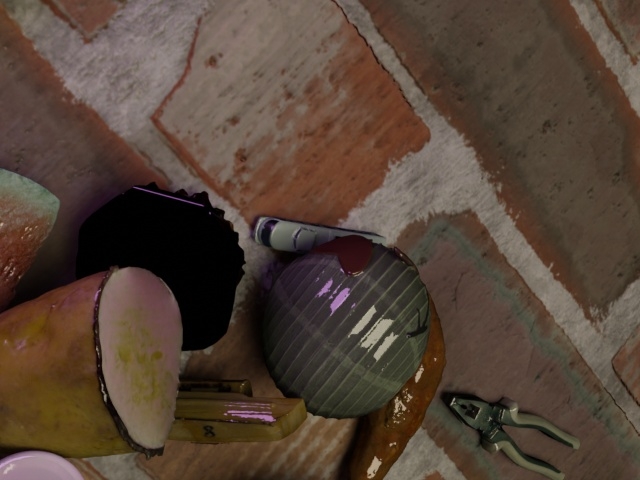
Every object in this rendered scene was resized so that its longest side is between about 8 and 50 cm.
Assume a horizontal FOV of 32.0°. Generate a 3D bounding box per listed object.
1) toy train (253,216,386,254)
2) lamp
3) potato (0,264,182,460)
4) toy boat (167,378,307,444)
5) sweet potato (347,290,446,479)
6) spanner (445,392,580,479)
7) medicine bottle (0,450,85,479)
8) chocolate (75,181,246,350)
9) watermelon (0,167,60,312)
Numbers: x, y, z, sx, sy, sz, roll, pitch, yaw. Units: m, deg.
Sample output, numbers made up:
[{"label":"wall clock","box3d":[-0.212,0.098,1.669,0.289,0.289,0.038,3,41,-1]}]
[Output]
[{"label":"toy train","box3d":[0.000,0.000,1.564,0.207,0.047,0.043,9,98,-35]},{"label":"lamp","box3d":[0.030,0.113,1.499,0.233,0.265,0.233,11,58,-17]},{"label":"potato","box3d":[-0.312,0.159,1.301,0.266,0.229,0.229,-12,116,18]},{"label":"toy boat","box3d":[-0.130,0.220,1.470,0.226,0.088,0.068,-2,128,12]},{"label":"sweet potato","box3d":[0.125,0.217,1.666,0.106,0.095,0.355,14,92,7]},{"label":"spanner","box3d":[0.316,0.317,1.847,0.325,0.040,0.096,31,85,-35]},{"label":"medicine bottle","box3d":[-0.336,0.349,1.313,0.133,0.274,0.133,5,62,-9]},{"label":"chocolate","box3d":[-0.181,0.010,1.421,0.177,0.206,0.224,-54,157,-62]},{"label":"watermelon","box3d":[-0.412,0.025,1.301,0.154,0.094,0.241,18,94,-43]}]
